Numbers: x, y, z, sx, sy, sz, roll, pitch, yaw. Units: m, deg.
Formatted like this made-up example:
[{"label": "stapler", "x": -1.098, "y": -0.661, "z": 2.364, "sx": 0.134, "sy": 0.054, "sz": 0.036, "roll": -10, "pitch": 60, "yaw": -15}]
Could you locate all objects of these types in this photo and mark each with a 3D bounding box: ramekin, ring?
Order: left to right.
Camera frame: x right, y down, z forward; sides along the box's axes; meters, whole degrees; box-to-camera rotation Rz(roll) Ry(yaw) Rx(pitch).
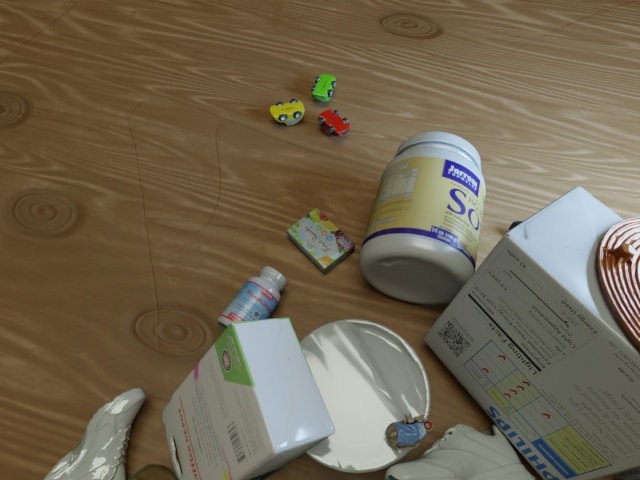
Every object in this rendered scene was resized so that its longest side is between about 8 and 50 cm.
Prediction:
[{"label": "ramekin", "x": 0.062, "y": 0.296, "z": 0.839, "sx": 0.273, "sy": 0.127, "sz": 0.273, "roll": 0, "pitch": 59, "yaw": 0}, {"label": "ring", "x": 0.550, "y": 0.090, "z": 0.604, "sx": 0.336, "sy": 0.032, "sz": 0.337, "roll": 6, "pitch": 51, "yaw": -7}]

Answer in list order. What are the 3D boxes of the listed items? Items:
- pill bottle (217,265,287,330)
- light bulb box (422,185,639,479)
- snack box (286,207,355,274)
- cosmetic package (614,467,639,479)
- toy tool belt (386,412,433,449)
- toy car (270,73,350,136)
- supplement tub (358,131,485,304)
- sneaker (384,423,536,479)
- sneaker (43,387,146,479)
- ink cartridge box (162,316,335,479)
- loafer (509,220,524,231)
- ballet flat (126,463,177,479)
[{"label": "pill bottle", "x": -0.143, "y": 0.137, "z": 0.957, "sx": 0.087, "sy": 0.087, "sz": 0.160, "roll": 28, "pitch": 63, "yaw": 16}, {"label": "light bulb box", "x": 0.425, "y": 0.175, "z": 0.763, "sx": 0.225, "sy": 0.361, "sz": 0.358, "roll": -26, "pitch": 62, "yaw": -28}, {"label": "snack box", "x": 0.000, "y": 0.000, "z": 1.069, "sx": 0.100, "sy": 0.037, "sz": 0.141, "roll": -38, "pitch": 66, "yaw": -19}, {"label": "cosmetic package", "x": 0.590, "y": 0.434, "z": 0.741, "sx": 0.113, "sy": 0.160, "sz": 0.309, "roll": 22, "pitch": 60, "yaw": 13}, {"label": "toy tool belt", "x": 0.151, "y": 0.312, "z": 0.725, "sx": 0.083, "sy": 0.051, "sz": 0.052, "roll": -12, "pitch": 60, "yaw": -9}, {"label": "toy car", "x": -0.007, "y": -0.401, "z": 1.302, "sx": 0.239, "sy": 0.053, "sz": 0.225, "roll": 16, "pitch": 60, "yaw": 9}, {"label": "supplement tub", "x": 0.234, "y": -0.052, "z": 0.983, "sx": 0.241, "sy": 0.241, "sz": 0.331, "roll": 14, "pitch": 60, "yaw": 8}, {"label": "sneaker", "x": 0.231, "y": 0.395, "z": 0.772, "sx": 0.297, "sy": 0.111, "sz": 0.129, "roll": 11, "pitch": 40, "yaw": -28}, {"label": "sneaker", "x": -0.389, "y": 0.390, "z": 0.816, "sx": 0.115, "sy": 0.090, "sz": 0.232, "roll": 31, "pitch": 73, "yaw": 10}, {"label": "ink cartridge box", "x": -0.149, "y": 0.312, "z": 0.769, "sx": 0.119, "sy": 0.353, "sz": 0.207, "roll": 2, "pitch": 51, "yaw": -41}, {"label": "loafer", "x": 0.545, "y": -0.011, "z": 1.073, "sx": 0.170, "sy": 0.062, "sz": 0.061, "roll": 22, "pitch": 39, "yaw": 9}, {"label": "ballet flat", "x": -0.254, "y": 0.532, "z": 0.693, "sx": 0.116, "sy": 0.124, "sz": 0.342, "roll": -26, "pitch": 62, "yaw": 5}]
